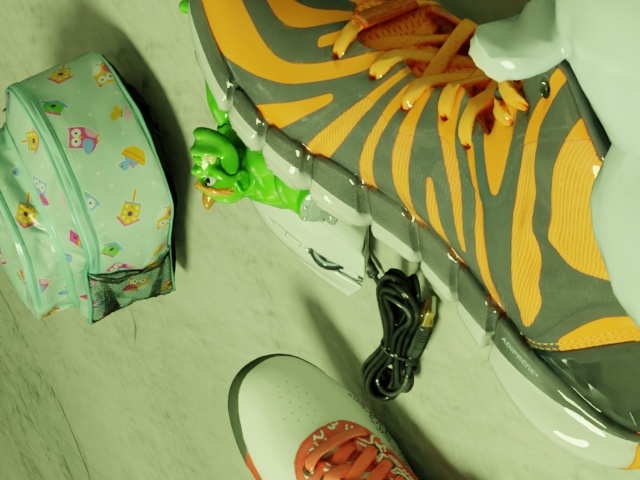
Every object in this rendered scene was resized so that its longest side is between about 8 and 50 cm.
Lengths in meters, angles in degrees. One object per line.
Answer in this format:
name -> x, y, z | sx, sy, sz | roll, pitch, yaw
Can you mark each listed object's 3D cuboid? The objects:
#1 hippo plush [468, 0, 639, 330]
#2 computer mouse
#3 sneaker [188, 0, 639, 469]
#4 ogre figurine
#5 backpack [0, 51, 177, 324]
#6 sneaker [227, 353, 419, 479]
hippo plush -> 0.127, -0.032, 0.423 | 0.236, 0.234, 0.294 | 14, 127, 62
computer mouse -> 0.000, 0.000, 0.993 | 0.193, 0.042, 0.106 | 54, 157, 24
sneaker -> 0.073, -0.068, 0.689 | 0.321, 0.125, 0.180 | 44, 147, 20
ogre figurine -> -0.022, -0.074, 0.909 | 0.197, 0.097, 0.118 | 9, 104, 46
backpack -> -0.182, -0.040, 1.231 | 0.166, 0.144, 0.188 | 63, 155, 20
sneaker -> 0.049, 0.170, 1.004 | 0.270, 0.090, 0.145 | 58, 156, 7
